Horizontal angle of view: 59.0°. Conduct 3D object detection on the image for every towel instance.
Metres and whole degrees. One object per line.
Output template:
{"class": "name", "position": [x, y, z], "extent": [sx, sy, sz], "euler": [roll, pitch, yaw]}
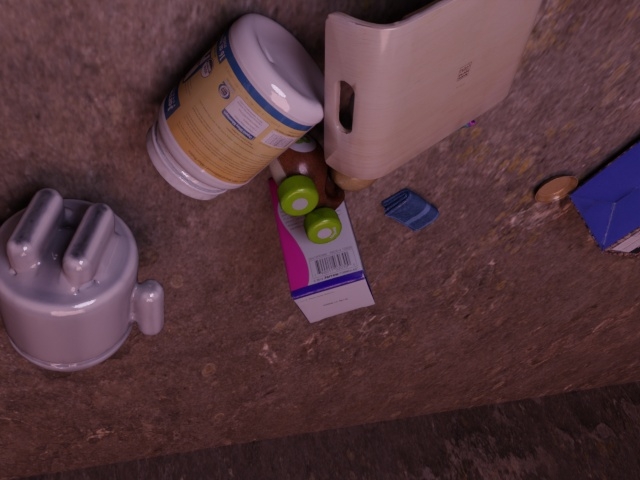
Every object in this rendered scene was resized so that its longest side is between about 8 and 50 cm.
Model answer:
{"class": "towel", "position": [0.171, -0.054, 1.055], "extent": [0.067, 0.029, 0.119], "euler": [-33, 143, 27]}

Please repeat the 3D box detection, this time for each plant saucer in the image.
{"class": "plant saucer", "position": [0.457, -0.104, 1.101], "extent": [0.083, 0.015, 0.083], "euler": [-10, 148, -6]}

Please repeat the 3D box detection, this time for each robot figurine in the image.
{"class": "robot figurine", "position": [-0.388, 0.076, 0.876], "extent": [0.299, 0.200, 0.354], "euler": [19, 141, -7]}

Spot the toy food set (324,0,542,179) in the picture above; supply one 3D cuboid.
{"class": "toy food set", "position": [0.134, -0.221, 0.654], "extent": [0.306, 0.092, 0.220], "euler": [-34, 153, -19]}

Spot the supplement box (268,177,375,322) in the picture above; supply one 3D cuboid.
{"class": "supplement box", "position": [0.000, 0.000, 0.892], "extent": [0.111, 0.220, 0.114], "euler": [-17, 150, 6]}

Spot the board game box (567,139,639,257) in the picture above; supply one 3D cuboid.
{"class": "board game box", "position": [0.678, -0.083, 1.085], "extent": [0.290, 0.141, 0.232], "euler": [6, 143, -35]}

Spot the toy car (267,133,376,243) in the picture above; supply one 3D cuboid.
{"class": "toy car", "position": [0.031, -0.116, 0.782], "extent": [0.188, 0.155, 0.149], "euler": [-28, 141, 11]}

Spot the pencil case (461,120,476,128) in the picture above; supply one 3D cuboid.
{"class": "pencil case", "position": [0.146, -0.165, 0.834], "extent": [0.151, 0.065, 0.070], "euler": [-25, 127, 19]}

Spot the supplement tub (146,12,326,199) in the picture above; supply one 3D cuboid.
{"class": "supplement tub", "position": [-0.102, -0.152, 0.681], "extent": [0.199, 0.145, 0.144], "euler": [-35, 143, 30]}
